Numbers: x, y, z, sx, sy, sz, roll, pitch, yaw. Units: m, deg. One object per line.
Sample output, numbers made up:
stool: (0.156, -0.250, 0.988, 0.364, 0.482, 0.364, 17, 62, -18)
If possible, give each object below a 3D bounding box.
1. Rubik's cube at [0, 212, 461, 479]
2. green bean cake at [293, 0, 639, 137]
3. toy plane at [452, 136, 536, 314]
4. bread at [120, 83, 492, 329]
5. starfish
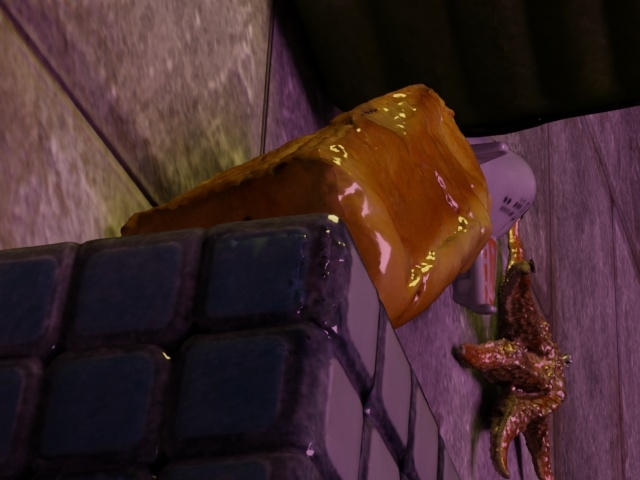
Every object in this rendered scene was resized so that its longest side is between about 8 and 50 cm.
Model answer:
Rubik's cube: (-0.077, 0.157, 0.634, 0.238, 0.237, 0.236, 61, 26, -50)
green bean cake: (0.149, -0.242, 1.418, 0.218, 0.319, 0.335, 71, 24, -44)
toy plane: (0.130, -0.053, 1.610, 0.245, 0.118, 0.244, -9, 90, -73)
bread: (0.000, 0.000, 1.089, 0.132, 0.167, 0.294, 59, 20, 1)
starfish: (0.204, 0.108, 1.848, 0.293, 0.084, 0.301, 19, 69, -73)
